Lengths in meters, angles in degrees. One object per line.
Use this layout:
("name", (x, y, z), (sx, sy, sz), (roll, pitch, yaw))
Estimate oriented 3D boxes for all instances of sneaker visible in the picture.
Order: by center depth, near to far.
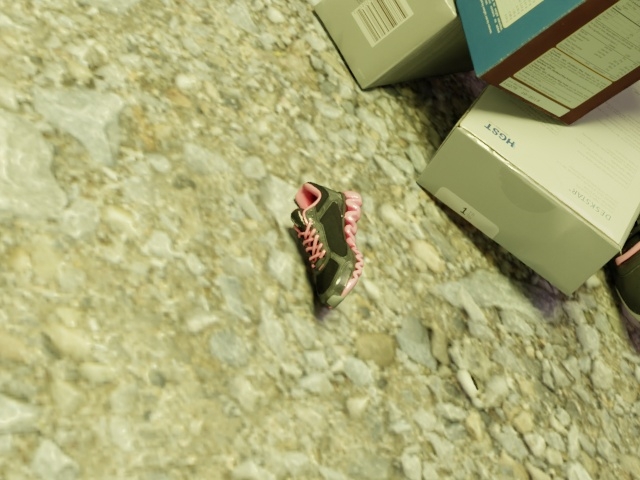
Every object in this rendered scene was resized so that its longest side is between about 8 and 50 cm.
("sneaker", (0.000, 0.000, 0.777), (0.057, 0.047, 0.119), (26, 38, -23))
("sneaker", (0.315, -0.038, 1.106), (0.147, 0.104, 0.296), (34, 36, -23))

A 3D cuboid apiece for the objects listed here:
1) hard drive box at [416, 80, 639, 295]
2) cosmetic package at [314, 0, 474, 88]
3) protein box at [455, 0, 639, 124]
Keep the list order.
("hard drive box", (0.228, -0.093, 0.980), (0.181, 0.089, 0.232), (38, 51, 3))
("cosmetic package", (0.122, -0.231, 1.014), (0.238, 0.127, 0.107), (-24, 81, -54))
("protein box", (0.229, -0.248, 0.873), (0.136, 0.201, 0.200), (17, 52, -40))
